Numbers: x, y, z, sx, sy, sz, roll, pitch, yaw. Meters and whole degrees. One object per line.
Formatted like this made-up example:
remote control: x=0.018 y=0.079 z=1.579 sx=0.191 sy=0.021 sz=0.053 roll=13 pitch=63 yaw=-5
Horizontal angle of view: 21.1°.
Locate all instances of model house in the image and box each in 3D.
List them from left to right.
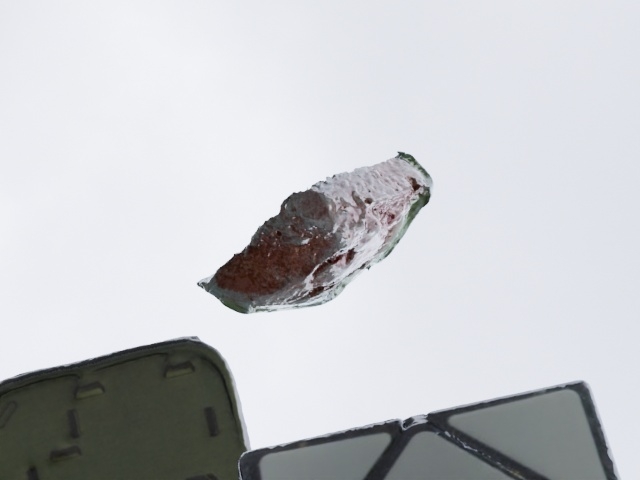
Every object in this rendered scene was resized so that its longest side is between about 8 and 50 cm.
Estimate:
model house: x=-0.153 y=0.221 z=1.450 sx=0.218 sy=0.279 sz=0.205 roll=-12 pitch=-107 yaw=0

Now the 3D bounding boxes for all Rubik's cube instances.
Rubik's cube: x=0.076 y=0.225 z=0.975 sx=0.205 sy=0.207 sz=0.205 roll=89 pitch=-12 yaw=-61

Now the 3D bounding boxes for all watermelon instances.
watermelon: x=0.000 y=0.000 z=1.226 sx=0.187 sy=0.139 sz=0.071 roll=-32 pitch=-102 yaw=-1
